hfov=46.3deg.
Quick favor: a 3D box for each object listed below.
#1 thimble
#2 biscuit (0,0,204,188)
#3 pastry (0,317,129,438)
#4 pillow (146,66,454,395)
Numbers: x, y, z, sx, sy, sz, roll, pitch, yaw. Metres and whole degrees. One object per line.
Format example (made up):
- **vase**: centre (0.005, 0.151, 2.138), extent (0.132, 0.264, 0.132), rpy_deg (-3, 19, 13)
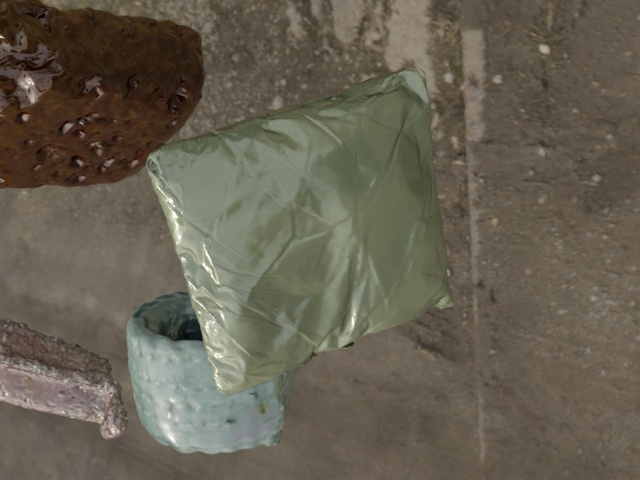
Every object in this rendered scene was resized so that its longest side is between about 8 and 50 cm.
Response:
- **thimble**: centre (-0.143, 0.176, 0.990), extent (0.250, 0.205, 0.171), rpy_deg (14, 111, 38)
- **biscuit**: centre (-0.407, -0.220, 1.216), extent (0.343, 0.395, 0.166), rpy_deg (-34, 71, 43)
- **pastry**: centre (-0.378, 0.186, 1.035), extent (0.265, 0.112, 0.102), rpy_deg (26, 125, -6)
- **pillow**: centre (0.001, -0.002, 0.735), extent (0.076, 0.281, 0.274), rpy_deg (-140, 33, -60)
